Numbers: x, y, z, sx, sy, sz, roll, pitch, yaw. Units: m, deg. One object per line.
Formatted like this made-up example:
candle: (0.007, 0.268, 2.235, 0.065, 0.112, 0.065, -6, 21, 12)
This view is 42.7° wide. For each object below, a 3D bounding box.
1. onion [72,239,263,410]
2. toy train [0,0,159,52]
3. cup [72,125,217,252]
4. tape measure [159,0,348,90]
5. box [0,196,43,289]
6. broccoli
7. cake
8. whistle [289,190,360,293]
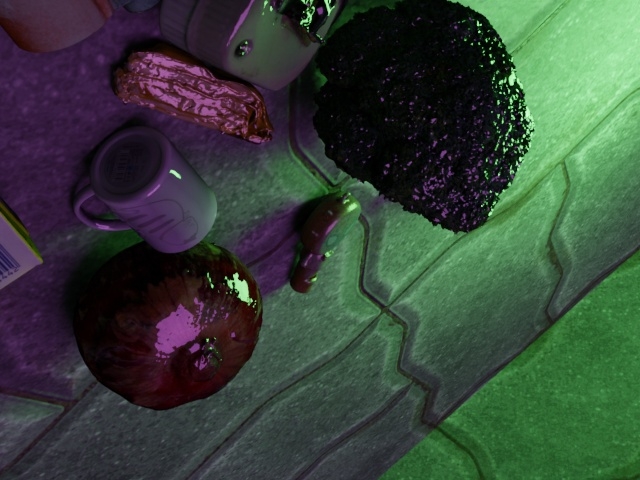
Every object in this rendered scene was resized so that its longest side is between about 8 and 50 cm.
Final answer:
onion: (-0.188, 0.107, 1.040, 0.246, 0.190, 0.246, -21, 136, -22)
toy train: (-0.220, -0.259, 0.604, 0.177, 0.116, 0.285, -28, 151, -2)
cup: (-0.198, -0.043, 0.918, 0.136, 0.099, 0.133, -41, 152, -5)
tape measure: (-0.031, -0.264, 0.784, 0.235, 0.115, 0.207, -62, 160, 9)
box: (-0.413, 0.023, 0.738, 0.265, 0.097, 0.168, -37, 151, -12)
broccoli: (0.128, -0.163, 1.038, 0.308, 0.308, 0.275, -34, -175, -16)
cake: (-0.133, -0.174, 0.893, 0.185, 0.116, 0.080, 14, 119, -20)
whistle: (0.000, 0.000, 1.277, 0.107, 0.057, 0.220, -35, 158, -43)
